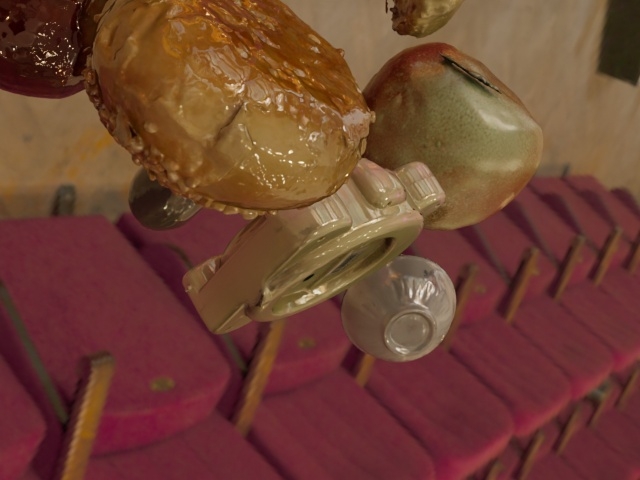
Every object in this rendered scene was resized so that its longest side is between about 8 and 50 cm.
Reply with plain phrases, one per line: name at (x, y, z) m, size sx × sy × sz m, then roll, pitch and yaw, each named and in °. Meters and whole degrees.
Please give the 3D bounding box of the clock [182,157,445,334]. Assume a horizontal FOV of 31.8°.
clock at (0.000, 0.000, 1.471) m, size 0.309 × 0.114 × 0.284 m, roll -18°, pitch 159°, yaw -45°

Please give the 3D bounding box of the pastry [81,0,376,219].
pastry at (-0.096, -0.131, 1.092) m, size 0.184 × 0.284 × 0.316 m, roll -50°, pitch -176°, yaw 24°

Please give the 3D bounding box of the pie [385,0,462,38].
pie at (0.134, -0.403, 1.407) m, size 0.315 × 0.092 × 0.315 m, roll 177°, pitch -90°, yaw -87°

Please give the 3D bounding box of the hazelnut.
hazelnut at (-0.475, -0.434, 1.903) m, size 0.421 × 0.421 × 0.353 m, roll -49°, pitch 164°, yaw -23°

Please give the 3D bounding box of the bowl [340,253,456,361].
bowl at (0.130, 0.123, 1.736) m, size 0.086 × 0.189 × 0.189 m, roll -112°, pitch -142°, yaw -63°

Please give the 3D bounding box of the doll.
doll at (-0.153, -0.195, 1.958) m, size 0.382 × 0.378 × 0.252 m, roll -66°, pitch 141°, yaw -72°

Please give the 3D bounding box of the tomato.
tomato at (0.190, -0.166, 1.765) m, size 0.303 × 0.303 × 0.239 m, roll -61°, pitch 174°, yaw 1°
